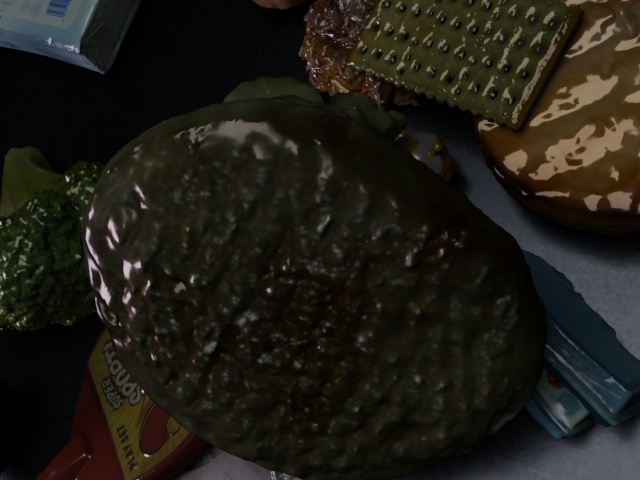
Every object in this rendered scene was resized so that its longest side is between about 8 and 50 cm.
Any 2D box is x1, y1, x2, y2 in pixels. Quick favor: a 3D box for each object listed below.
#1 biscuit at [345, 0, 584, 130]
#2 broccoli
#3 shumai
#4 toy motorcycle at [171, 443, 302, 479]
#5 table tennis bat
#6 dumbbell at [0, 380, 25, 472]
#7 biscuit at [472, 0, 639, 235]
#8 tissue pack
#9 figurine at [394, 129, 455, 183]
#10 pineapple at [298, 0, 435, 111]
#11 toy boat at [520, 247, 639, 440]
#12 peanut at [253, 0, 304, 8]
[{"bbox_3d":[0.138,-0.209,0.913,0.231,0.016,0.139,30,92,36],"label":"biscuit"},{"bbox_3d":[-0.339,0.019,1.082,0.254,0.186,0.302,-54,27,-20],"label":"broccoli"},{"bbox_3d":[0.000,0.000,0.812,0.324,0.397,0.323,-48,18,27],"label":"shumai"},{"bbox_3d":[-0.059,0.274,0.889,0.260,0.110,0.171,26,90,30],"label":"toy motorcycle"},{"bbox_3d":[-0.211,0.181,0.988,0.415,0.051,0.268,-48,39,8],"label":"table tennis bat"},{"bbox_3d":[-0.487,0.205,1.081,0.218,0.152,0.152,19,81,29],"label":"dumbbell"},{"bbox_3d":[0.296,-0.145,0.869,0.296,0.102,0.296,-8,72,25],"label":"biscuit"},{"bbox_3d":[-0.376,-0.348,1.258,0.263,0.089,0.177,17,79,31],"label":"tissue pack"},{"bbox_3d":[0.078,-0.076,0.969,0.143,0.068,0.101,10,82,40],"label":"figurine"},{"bbox_3d":[0.062,-0.249,1.029,0.224,0.076,0.225,-7,72,22],"label":"pineapple"},{"bbox_3d":[0.197,0.086,0.842,0.238,0.109,0.098,50,122,25],"label":"toy boat"},{"bbox_3d":[-0.037,-0.437,1.095,0.143,0.159,0.291,13,77,1],"label":"peanut"}]
